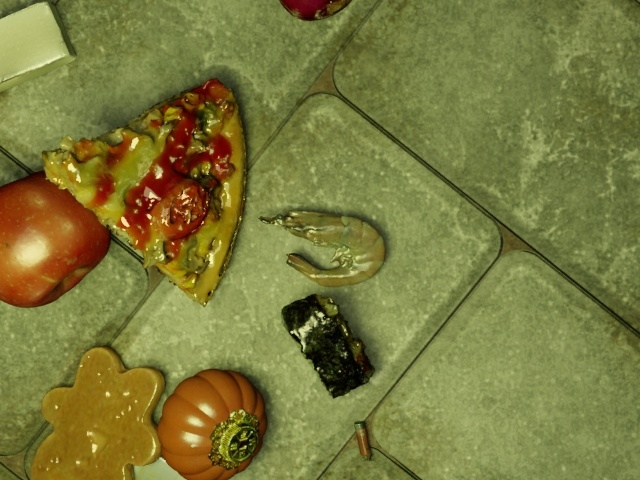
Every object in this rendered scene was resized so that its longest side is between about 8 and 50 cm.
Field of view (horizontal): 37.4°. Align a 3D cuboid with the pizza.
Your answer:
[{"bbox_3d":[-0.306,-0.095,1.724,0.406,0.130,0.440,3,91,-41],"label":"pizza"}]

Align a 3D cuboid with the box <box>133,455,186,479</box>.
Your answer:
[{"bbox_3d":[-0.285,0.528,1.876,0.243,0.067,0.155,34,94,0],"label":"box"}]

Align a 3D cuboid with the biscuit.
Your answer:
[{"bbox_3d":[-0.436,0.392,1.850,0.275,0.052,0.355,17,88,19],"label":"biscuit"}]

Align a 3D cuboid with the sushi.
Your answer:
[{"bbox_3d":[0.014,0.194,1.828,0.115,0.147,0.212,-34,109,-3],"label":"sushi"}]

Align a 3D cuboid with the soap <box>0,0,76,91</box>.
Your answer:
[{"bbox_3d":[-0.584,-0.375,1.838,0.183,0.064,0.121,-22,91,2],"label":"soap"}]

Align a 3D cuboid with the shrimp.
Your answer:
[{"bbox_3d":[0.000,0.017,1.853,0.254,0.059,0.145,5,103,-4],"label":"shrimp"}]

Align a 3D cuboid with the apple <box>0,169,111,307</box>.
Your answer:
[{"bbox_3d":[-0.524,-0.006,1.759,0.260,0.260,0.216,-37,88,3],"label":"apple"}]

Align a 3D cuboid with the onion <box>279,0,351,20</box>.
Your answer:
[{"bbox_3d":[-0.021,-0.519,1.784,0.173,0.135,0.198,-41,90,0],"label":"onion"}]

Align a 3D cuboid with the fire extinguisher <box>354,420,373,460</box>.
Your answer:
[{"bbox_3d":[0.088,0.402,1.886,0.028,0.022,0.083,-14,93,-29],"label":"fire extinguisher"}]

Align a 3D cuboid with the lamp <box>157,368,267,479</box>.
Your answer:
[{"bbox_3d":[-0.204,0.353,1.801,0.223,0.196,0.223,-13,111,-38],"label":"lamp"}]
